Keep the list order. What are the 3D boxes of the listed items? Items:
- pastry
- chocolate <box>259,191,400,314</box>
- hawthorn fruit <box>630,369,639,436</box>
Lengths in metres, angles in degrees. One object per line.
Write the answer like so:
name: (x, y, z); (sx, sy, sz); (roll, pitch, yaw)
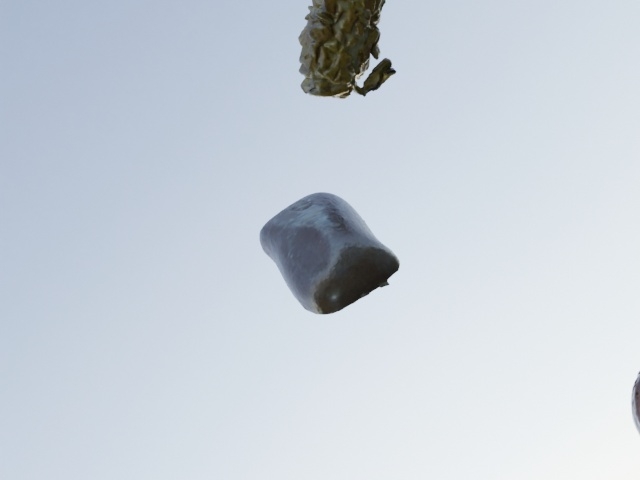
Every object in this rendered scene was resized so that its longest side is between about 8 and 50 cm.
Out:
pastry: (0.043, -0.337, 1.378); (0.154, 0.102, 0.250); (-1, -62, -13)
chocolate: (-0.001, -0.001, 1.264); (0.161, 0.261, 0.083); (-34, -55, -7)
hawthorn fruit: (0.235, 0.081, 0.458); (0.125, 0.140, 0.125); (-17, -49, -21)
